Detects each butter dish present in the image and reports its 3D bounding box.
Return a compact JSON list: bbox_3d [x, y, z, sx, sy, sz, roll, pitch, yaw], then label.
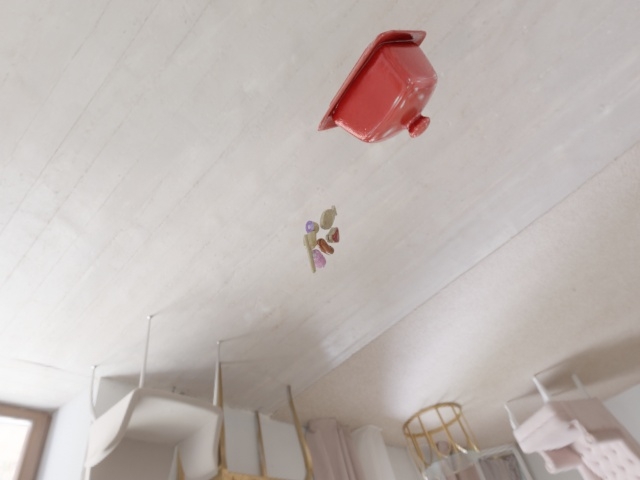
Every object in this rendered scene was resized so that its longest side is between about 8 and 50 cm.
[{"bbox_3d":[0.101,-0.191,0.560,0.160,0.118,0.160,-36,170,-48],"label":"butter dish"}]

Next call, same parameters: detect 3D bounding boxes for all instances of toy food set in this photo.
[{"bbox_3d":[0.000,0.000,0.602,0.019,0.122,0.078,-5,107,25],"label":"toy food set"}]
